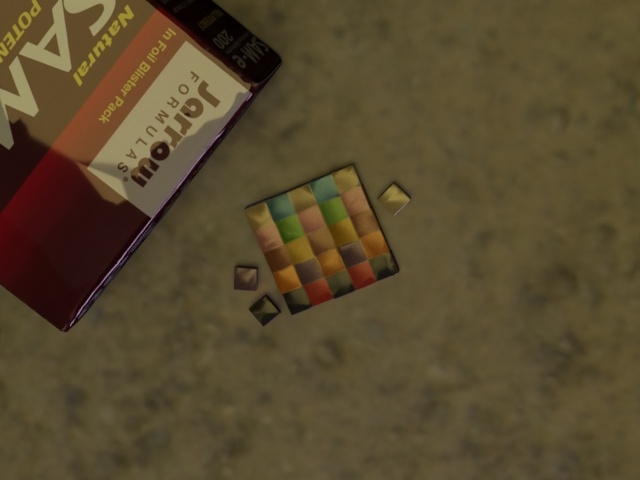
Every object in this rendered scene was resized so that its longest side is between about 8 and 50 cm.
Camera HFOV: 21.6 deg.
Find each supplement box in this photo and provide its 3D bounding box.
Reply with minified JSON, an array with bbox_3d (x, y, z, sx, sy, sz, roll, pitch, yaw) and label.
[{"bbox_3d":[-0.149,-0.091,0.650,0.239,0.073,0.130,38,105,-5],"label":"supplement box"}]

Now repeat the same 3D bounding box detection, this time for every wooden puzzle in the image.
[{"bbox_3d":[0.000,0.000,0.690,0.083,0.006,0.049,-21,101,12],"label":"wooden puzzle"}]
